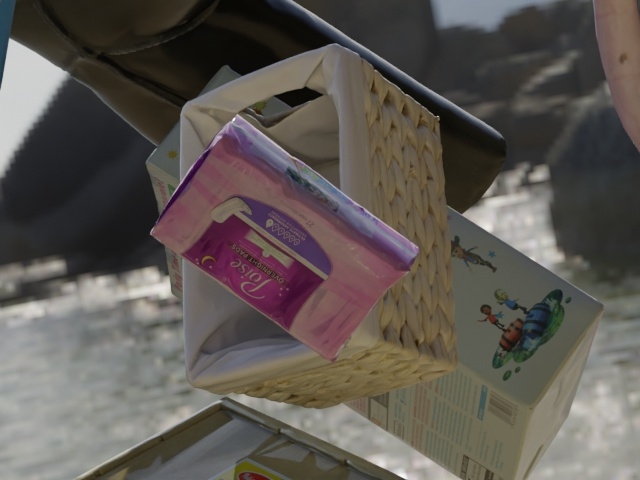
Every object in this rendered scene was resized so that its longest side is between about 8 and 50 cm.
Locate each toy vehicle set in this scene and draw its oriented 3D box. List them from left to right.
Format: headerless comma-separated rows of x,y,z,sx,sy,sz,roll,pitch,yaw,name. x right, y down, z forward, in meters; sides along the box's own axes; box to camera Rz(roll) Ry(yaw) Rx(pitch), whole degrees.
-0.062,0.165,1.080,0.166,0.035,0.267,-27,18,-21,toy vehicle set

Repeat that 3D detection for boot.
-0.013,-0.143,1.430,0.367,0.146,0.445,-10,-37,43,boot

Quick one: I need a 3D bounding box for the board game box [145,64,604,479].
0.033,0.039,1.333,0.097,0.303,0.224,-53,-15,-20,board game box

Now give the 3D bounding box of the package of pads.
-0.013,0.000,0.675,0.050,0.083,0.032,-52,6,22,package of pads

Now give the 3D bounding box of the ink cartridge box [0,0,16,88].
-0.290,-0.201,0.879,0.307,0.223,0.129,11,-2,-38,ink cartridge box

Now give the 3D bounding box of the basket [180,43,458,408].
0.000,0.000,1.017,0.113,0.167,0.103,-18,-27,33,basket

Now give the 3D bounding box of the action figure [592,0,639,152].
0.270,-0.184,0.603,0.370,0.248,0.276,-12,17,28,action figure
